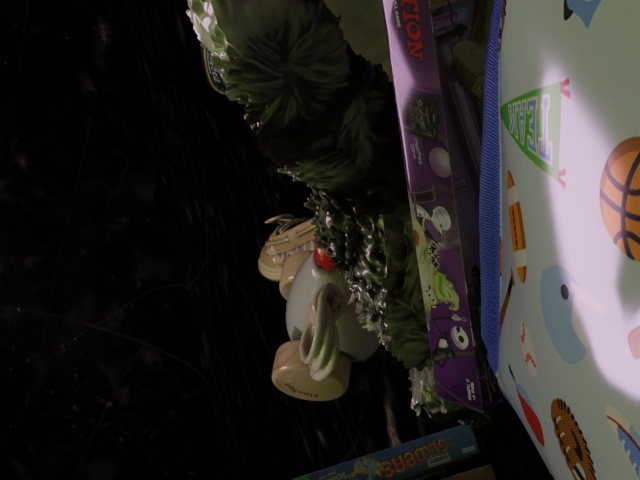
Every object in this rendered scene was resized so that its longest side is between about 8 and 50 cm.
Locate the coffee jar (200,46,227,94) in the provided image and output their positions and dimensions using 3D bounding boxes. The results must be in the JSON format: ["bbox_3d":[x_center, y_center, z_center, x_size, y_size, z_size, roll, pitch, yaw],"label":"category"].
[{"bbox_3d":[-0.105,-0.241,1.830,0.184,0.079,0.096,-156,53,-72],"label":"coffee jar"}]

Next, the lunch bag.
[{"bbox_3d":[0.221,0.010,0.604,0.328,0.239,0.385,-119,13,-46],"label":"lunch bag"}]

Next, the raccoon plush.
[{"bbox_3d":[0.057,-0.067,1.057,0.446,0.216,0.299,59,171,-20],"label":"raccoon plush"}]

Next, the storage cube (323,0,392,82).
[{"bbox_3d":[0.024,-0.203,1.198,0.193,0.184,0.215,-127,27,-53],"label":"storage cube"}]

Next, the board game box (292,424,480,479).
[{"bbox_3d":[0.058,0.251,1.478,0.136,0.201,0.035,119,134,-70],"label":"board game box"}]

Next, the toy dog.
[{"bbox_3d":[0.054,0.052,1.390,0.334,0.161,0.220,139,140,-75],"label":"toy dog"}]

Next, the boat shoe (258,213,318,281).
[{"bbox_3d":[0.000,0.000,1.666,0.285,0.105,0.089,-2,98,64],"label":"boat shoe"}]

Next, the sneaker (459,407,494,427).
[{"bbox_3d":[0.131,0.122,1.384,0.058,0.052,0.135,168,88,-79],"label":"sneaker"}]

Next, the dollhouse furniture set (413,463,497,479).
[{"bbox_3d":[0.116,0.382,1.468,0.212,0.161,0.242,122,131,-70],"label":"dollhouse furniture set"}]

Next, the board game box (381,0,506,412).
[{"bbox_3d":[0.138,-0.090,0.851,0.056,0.208,0.346,12,120,46],"label":"board game box"}]
